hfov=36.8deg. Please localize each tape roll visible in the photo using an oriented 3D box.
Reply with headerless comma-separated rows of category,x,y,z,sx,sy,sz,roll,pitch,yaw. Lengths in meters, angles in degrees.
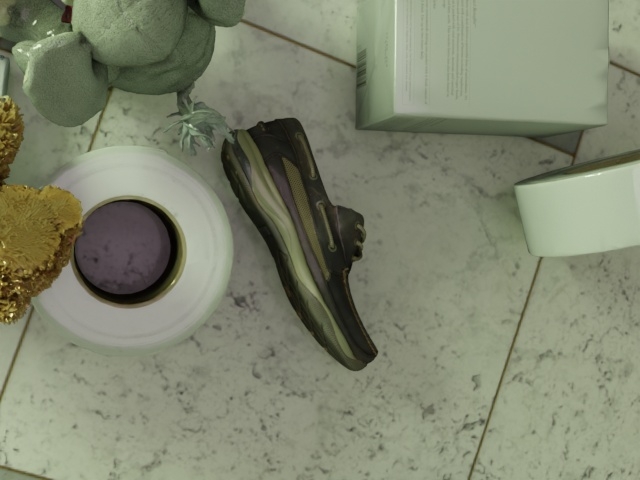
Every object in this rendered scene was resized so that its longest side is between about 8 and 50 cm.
tape roll,-0.238,0.011,1.173,0.246,0.169,0.246,0,92,-13
tape roll,0.405,-0.060,1.272,0.286,0.286,0.100,-15,94,-13

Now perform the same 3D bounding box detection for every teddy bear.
teddy bear,-0.413,-0.051,1.004,0.338,0.113,0.245,15,66,-9

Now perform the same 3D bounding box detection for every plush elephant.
plush elephant,-0.214,-0.255,1.033,0.272,0.255,0.330,-36,80,-5

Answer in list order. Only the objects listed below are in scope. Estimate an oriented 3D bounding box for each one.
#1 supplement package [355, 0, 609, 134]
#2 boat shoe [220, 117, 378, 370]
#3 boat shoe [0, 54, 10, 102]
supplement package,0.209,-0.233,1.273,0.293,0.175,0.177,1,89,-14
boat shoe,0.000,0.000,1.251,0.130,0.132,0.355,-28,99,-11
boat shoe,-0.440,-0.081,1.153,0.102,0.108,0.301,6,87,-14
